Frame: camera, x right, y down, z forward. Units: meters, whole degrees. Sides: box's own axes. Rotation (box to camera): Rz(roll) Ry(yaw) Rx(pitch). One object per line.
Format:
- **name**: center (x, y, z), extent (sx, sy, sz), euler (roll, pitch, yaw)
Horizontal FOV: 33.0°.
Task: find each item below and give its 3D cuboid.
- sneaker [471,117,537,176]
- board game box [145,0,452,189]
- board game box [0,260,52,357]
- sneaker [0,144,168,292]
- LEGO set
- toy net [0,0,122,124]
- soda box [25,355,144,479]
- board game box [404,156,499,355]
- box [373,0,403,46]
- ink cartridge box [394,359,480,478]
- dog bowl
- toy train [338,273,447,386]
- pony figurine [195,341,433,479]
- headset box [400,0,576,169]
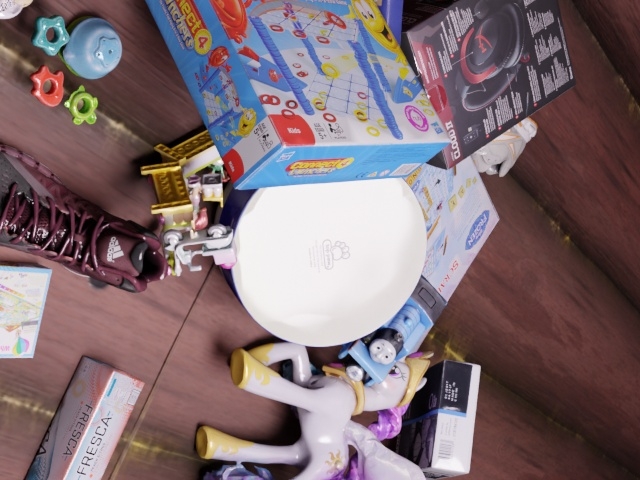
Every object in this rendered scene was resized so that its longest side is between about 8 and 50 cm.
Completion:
- **sneaker**: center (0.266, -0.177, 1.761), extent (0.262, 0.099, 0.121), euler (25, 88, -50)
- **board game box**: center (-0.028, -0.214, 1.250), extent (0.308, 0.086, 0.301), euler (-8, 66, -49)
- **board game box**: center (-0.365, 0.072, 1.146), extent (0.154, 0.026, 0.103), euler (8, 97, -51)
- **sneaker**: center (-0.262, -0.018, 1.125), extent (0.281, 0.163, 0.106), euler (25, 84, -52)
- **LEGO set**: center (-0.142, -0.052, 1.302), extent (0.287, 0.132, 0.107), euler (-78, 171, -53)
- **toy net**: center (-0.296, -0.220, 1.107), extent (0.232, 0.045, 0.122), euler (41, 74, -48)
- **soda box**: center (-0.282, 0.234, 1.278), extent (0.058, 0.063, 0.183), euler (35, 76, -50)
- **board game box**: center (0.137, -0.019, 1.684), extent (0.318, 0.066, 0.318), euler (-54, 138, -22)
- **box**: center (0.042, -0.234, 1.432), extent (0.036, 0.136, 0.225), euler (-20, 118, -46)
- **ink cartridge box**: center (0.173, 0.297, 1.727), extent (0.332, 0.065, 0.165), euler (116, -18, -72)
- **dog bowl**: center (0.000, 0.000, 1.399), extent (0.265, 0.104, 0.264), euler (-5, 109, -15)
- **toy train**: center (0.097, 0.124, 1.480), extent (0.080, 0.105, 0.184), euler (47, 41, -2)
- **pony figurine**: center (0.011, 0.298, 1.528), extent (0.364, 0.303, 0.350), euler (3, 93, -36)
- **headset box**: center (0.204, -0.255, 1.523), extent (0.293, 0.110, 0.218), euler (-34, 122, -21)
